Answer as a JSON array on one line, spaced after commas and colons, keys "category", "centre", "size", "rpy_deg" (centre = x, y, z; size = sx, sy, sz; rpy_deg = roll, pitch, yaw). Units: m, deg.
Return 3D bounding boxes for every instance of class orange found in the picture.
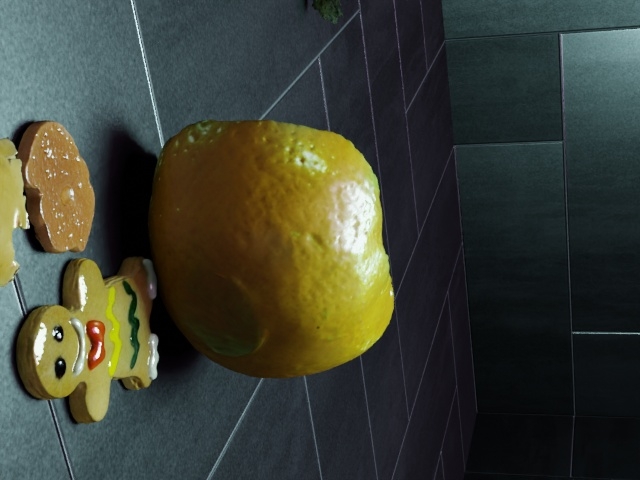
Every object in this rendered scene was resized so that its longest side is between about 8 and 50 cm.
[{"category": "orange", "centre": [-0.055, 0.022, 1.122], "size": [0.196, 0.263, 0.334], "rpy_deg": [-74, 163, -56]}]

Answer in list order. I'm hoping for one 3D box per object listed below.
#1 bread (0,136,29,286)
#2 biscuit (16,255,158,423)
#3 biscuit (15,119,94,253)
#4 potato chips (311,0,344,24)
[{"category": "bread", "centre": [-0.274, -0.032, 0.691], "size": [0.173, 0.085, 0.134], "rpy_deg": [35, 55, -71]}, {"category": "biscuit", "centre": [-0.212, 0.093, 0.993], "size": [0.240, 0.035, 0.158], "rpy_deg": [-21, 107, -73]}, {"category": "biscuit", "centre": [-0.238, -0.045, 0.932], "size": [0.102, 0.019, 0.130], "rpy_deg": [-74, 156, -46]}, {"category": "potato chips", "centre": [0.008, -0.458, 1.633], "size": [0.220, 0.029, 0.202], "rpy_deg": [98, -28, -50]}]
